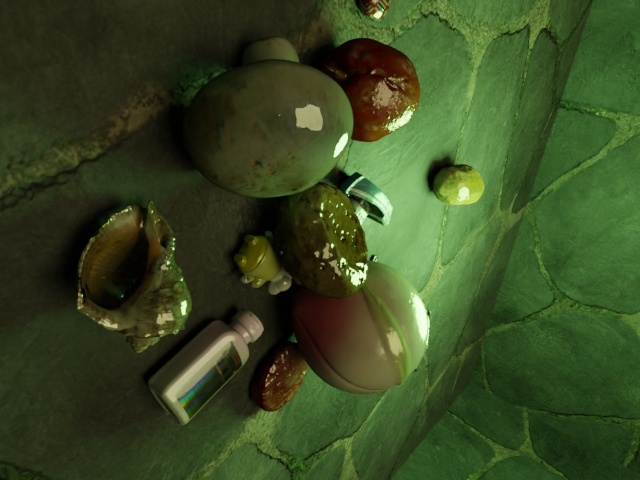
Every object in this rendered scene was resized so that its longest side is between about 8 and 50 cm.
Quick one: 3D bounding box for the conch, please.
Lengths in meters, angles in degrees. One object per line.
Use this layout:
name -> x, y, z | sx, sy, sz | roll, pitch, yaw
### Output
conch -> -0.246, 0.049, 0.639 | 0.155, 0.129, 0.207 | -3, 100, -69

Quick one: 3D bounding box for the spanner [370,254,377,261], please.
spanner -> 0.124, 0.138, 1.351 | 0.046, 0.012, 0.209 | 0, 110, -56

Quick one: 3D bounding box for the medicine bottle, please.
medicine bottle -> -0.197, 0.216, 0.868 | 0.219, 0.078, 0.115 | -43, 140, -31

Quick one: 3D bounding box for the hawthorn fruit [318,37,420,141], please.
hawthorn fruit -> 0.073, -0.272, 0.847 | 0.200, 0.179, 0.179 | 16, 97, -56

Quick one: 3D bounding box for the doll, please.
doll -> -0.101, 0.046, 0.912 | 0.106, 0.062, 0.162 | -61, 146, -10

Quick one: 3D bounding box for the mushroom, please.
mushroom -> -0.077, -0.184, 0.692 | 0.243, 0.243, 0.244 | -34, 136, -40

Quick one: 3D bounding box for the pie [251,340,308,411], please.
pie -> -0.088, 0.317, 1.124 | 0.182, 0.049, 0.183 | -36, 140, -38

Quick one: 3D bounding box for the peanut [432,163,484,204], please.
peanut -> 0.427, -0.172, 1.485 | 0.224, 0.129, 0.129 | -12, 120, -52

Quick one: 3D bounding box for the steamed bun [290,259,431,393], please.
steamed bun -> 0.061, 0.179, 1.052 | 0.309, 0.309, 0.310 | -34, 136, -40

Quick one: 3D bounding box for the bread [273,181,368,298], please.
bread -> 0.000, 0.000, 0.918 | 0.230, 0.122, 0.230 | 40, 39, -42

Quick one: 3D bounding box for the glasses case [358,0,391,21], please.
glasses case -> 0.120, -0.508, 0.878 | 0.073, 0.049, 0.195 | -7, 116, -54

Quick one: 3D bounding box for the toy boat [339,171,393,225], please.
toy boat -> 0.093, -0.077, 1.091 | 0.102, 0.088, 0.215 | -58, 149, -5
